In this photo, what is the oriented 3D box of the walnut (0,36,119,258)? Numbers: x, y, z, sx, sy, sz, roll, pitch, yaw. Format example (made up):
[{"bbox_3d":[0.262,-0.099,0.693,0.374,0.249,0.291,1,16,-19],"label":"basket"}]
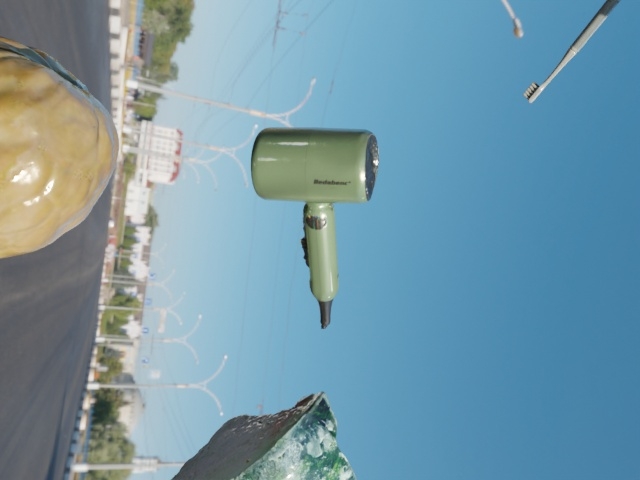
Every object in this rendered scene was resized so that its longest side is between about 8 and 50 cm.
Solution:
[{"bbox_3d":[-0.406,-0.115,0.717,0.296,0.285,0.285,36,-60,38],"label":"walnut"}]

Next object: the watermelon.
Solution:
[{"bbox_3d":[-0.064,0.335,0.803,0.320,0.290,0.213,-46,-147,7],"label":"watermelon"}]

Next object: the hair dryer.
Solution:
[{"bbox_3d":[0.000,0.000,0.372,0.047,0.071,0.150,-59,150,-58],"label":"hair dryer"}]

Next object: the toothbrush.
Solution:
[{"bbox_3d":[0.549,-0.427,1.197,0.030,0.025,0.342,47,-44,12],"label":"toothbrush"}]
